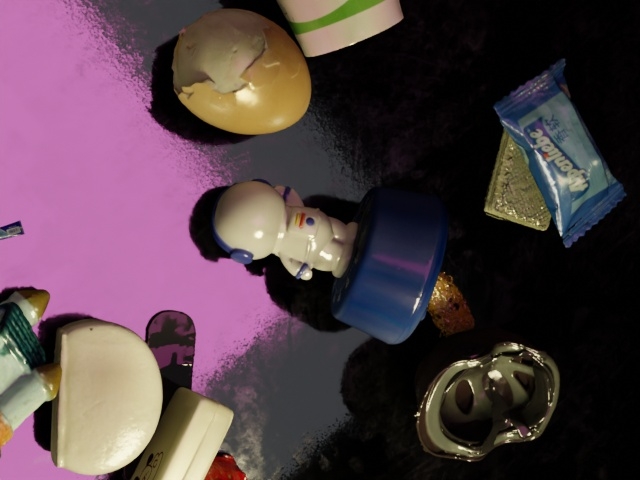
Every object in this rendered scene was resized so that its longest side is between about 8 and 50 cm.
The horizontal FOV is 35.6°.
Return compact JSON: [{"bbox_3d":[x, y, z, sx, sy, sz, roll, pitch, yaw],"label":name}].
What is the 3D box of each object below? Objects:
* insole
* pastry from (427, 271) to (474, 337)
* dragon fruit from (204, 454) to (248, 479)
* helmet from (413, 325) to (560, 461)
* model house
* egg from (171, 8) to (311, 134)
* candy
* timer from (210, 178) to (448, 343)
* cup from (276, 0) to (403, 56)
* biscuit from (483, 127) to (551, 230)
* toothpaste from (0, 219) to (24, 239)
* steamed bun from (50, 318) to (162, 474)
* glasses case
[{"bbox_3d":[-0.269,0.292,1.699,0.119,0.009,0.348,7,87,-25],"label":"insole"},{"bbox_3d":[0.237,0.120,1.897,0.080,0.056,0.140,-29,108,-14],"label":"pastry"},{"bbox_3d":[-0.168,0.441,1.685,0.153,0.111,0.153,-1,92,-30],"label":"dragon fruit"},{"bbox_3d":[0.280,0.263,1.843,0.305,0.177,0.225,-5,116,-18],"label":"helmet"},{"bbox_3d":[-0.498,0.186,1.493,0.291,0.253,0.184,-45,120,-33],"label":"model house"},{"bbox_3d":[-0.124,-0.275,1.665,0.244,0.201,0.201,27,79,-34],"label":"egg"},{"bbox_3d":[0.475,-0.169,1.943,0.187,0.077,0.331,-37,105,-13],"label":"candy"},{"bbox_3d":[0.000,0.000,1.716,0.383,0.270,0.270,18,82,-7],"label":"timer"},{"bbox_3d":[0.012,-0.474,1.710,0.253,0.253,0.274,-30,107,-21],"label":"cup"},{"bbox_3d":[0.418,-0.151,1.981,0.147,0.046,0.250,19,82,-22],"label":"biscuit"},{"bbox_3d":[-0.515,-0.008,1.591,0.083,0.015,0.024,-21,97,-28],"label":"toothpaste"},{"bbox_3d":[-0.342,0.247,1.591,0.164,0.146,0.242,2,88,-21],"label":"steamed bun"},{"bbox_3d":[-0.255,0.397,1.627,0.070,0.131,0.313,31,78,-23],"label":"glasses case"}]
